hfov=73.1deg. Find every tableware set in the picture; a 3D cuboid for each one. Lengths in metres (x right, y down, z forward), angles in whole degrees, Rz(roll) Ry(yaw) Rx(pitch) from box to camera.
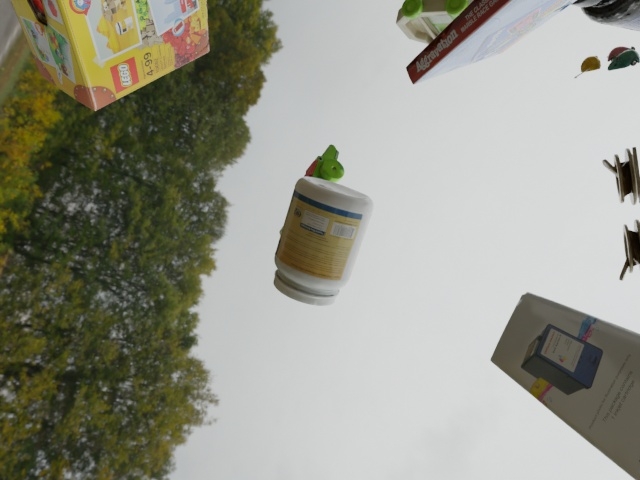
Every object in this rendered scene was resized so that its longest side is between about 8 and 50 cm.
[{"bbox_3d":[0.461,-0.040,0.654,0.039,0.128,0.194,-8,-91,31],"label":"tableware set"}]

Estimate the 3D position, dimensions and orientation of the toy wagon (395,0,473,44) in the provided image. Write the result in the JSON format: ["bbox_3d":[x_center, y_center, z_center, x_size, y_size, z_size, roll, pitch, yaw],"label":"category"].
[{"bbox_3d":[0.389,-0.598,1.191,0.344,0.267,0.068,14,-83,31],"label":"toy wagon"}]

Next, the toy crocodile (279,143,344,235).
[{"bbox_3d":[-0.020,-0.124,1.161,0.115,0.105,0.341,-40,-151,57],"label":"toy crocodile"}]

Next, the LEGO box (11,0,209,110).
[{"bbox_3d":[-0.435,-0.592,0.883,0.372,0.193,0.500,-48,163,-34],"label":"LEGO box"}]

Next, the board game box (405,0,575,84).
[{"bbox_3d":[0.206,-0.234,0.403,0.027,0.145,0.281,68,-16,-3],"label":"board game box"}]

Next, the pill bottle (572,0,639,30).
[{"bbox_3d":[0.430,-0.345,0.567,0.122,0.219,0.123,179,-90,-71],"label":"pill bottle"}]

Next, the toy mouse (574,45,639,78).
[{"bbox_3d":[0.653,-0.401,0.942,0.143,0.031,0.161,6,-147,43],"label":"toy mouse"}]

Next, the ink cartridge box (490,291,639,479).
[{"bbox_3d":[0.275,0.133,0.371,0.093,0.154,0.212,-64,-172,5],"label":"ink cartridge box"}]

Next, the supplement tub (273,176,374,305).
[{"bbox_3d":[0.000,0.000,0.772,0.144,0.144,0.200,40,-64,57],"label":"supplement tub"}]
